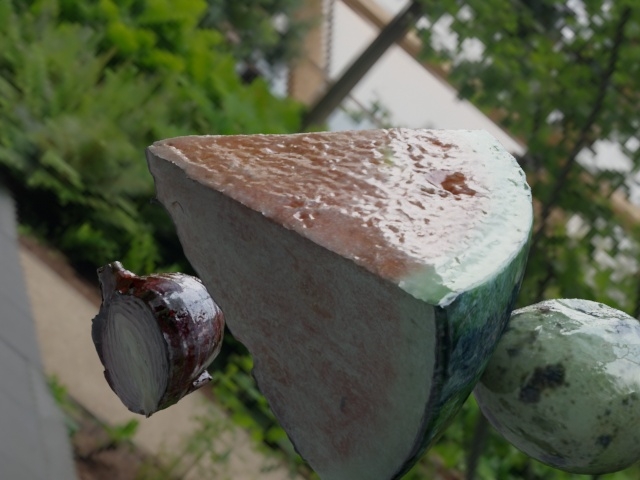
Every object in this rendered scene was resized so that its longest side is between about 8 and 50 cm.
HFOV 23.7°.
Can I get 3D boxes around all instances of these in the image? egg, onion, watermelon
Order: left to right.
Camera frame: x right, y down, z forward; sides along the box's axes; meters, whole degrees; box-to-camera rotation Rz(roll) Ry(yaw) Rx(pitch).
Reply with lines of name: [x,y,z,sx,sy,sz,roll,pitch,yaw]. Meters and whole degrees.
onion: [-0.150,0.083,1.478,0.206,0.098,0.151,-31,-99,62]
watermelon: [0.040,0.000,1.113,0.250,0.283,0.292,-23,-54,42]
egg: [0.204,0.117,1.242,0.182,0.141,0.141,17,10,-16]
